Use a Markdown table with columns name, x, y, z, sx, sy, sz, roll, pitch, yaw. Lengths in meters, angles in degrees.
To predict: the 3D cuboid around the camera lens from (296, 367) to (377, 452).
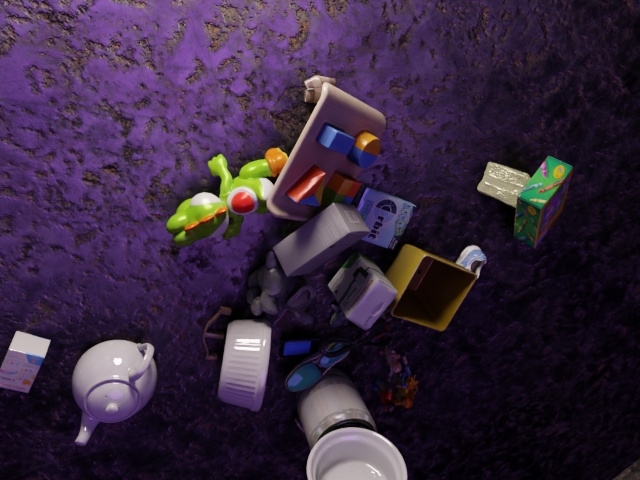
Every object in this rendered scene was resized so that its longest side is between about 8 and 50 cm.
| name | x | y | z | sx | sy | sz | roll | pitch | yaw |
| --- | --- | --- | --- | --- | --- | --- | --- | --- | --- |
| camera lens | 0.046 | 0.579 | 1.705 | 0.219 | 0.274 | 0.220 | -7 | 115 | -14 |

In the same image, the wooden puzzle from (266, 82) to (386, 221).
| name | x | y | z | sx | sy | sz | roll | pitch | yaw |
| --- | --- | --- | --- | --- | --- | --- | --- | --- | --- |
| wooden puzzle | 0.041 | -0.201 | 1.373 | 0.322 | 0.080 | 0.348 | 5 | 114 | -56 |

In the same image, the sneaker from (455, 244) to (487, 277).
| name | x | y | z | sx | sy | sz | roll | pitch | yaw |
| --- | --- | --- | --- | --- | --- | --- | --- | --- | --- |
| sneaker | 0.473 | 0.115 | 1.738 | 0.080 | 0.081 | 0.211 | 23 | 107 | -27 |

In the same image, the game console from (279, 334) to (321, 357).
| name | x | y | z | sx | sy | sz | roll | pitch | yaw |
| --- | --- | --- | --- | --- | --- | --- | --- | --- | --- |
| game console | -0.065 | 0.345 | 1.683 | 0.122 | 0.107 | 0.071 | -1 | 86 | -17 |

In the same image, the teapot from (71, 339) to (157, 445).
| name | x | y | z | sx | sy | sz | roll | pitch | yaw |
| --- | --- | --- | --- | --- | --- | --- | --- | --- | --- |
| teapot | -0.586 | 0.421 | 1.487 | 0.252 | 0.187 | 0.256 | -9 | 115 | -14 |

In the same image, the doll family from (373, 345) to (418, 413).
| name | x | y | z | sx | sy | sz | roll | pitch | yaw |
| --- | --- | --- | --- | --- | --- | --- | --- | --- | --- |
| doll family | 0.275 | 0.479 | 1.793 | 0.118 | 0.163 | 0.263 | -3 | 114 | -16 |

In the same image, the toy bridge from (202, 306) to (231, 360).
| name | x | y | z | sx | sy | sz | roll | pitch | yaw |
| --- | --- | --- | --- | --- | --- | --- | --- | --- | --- |
| toy bridge | -0.328 | 0.287 | 1.597 | 0.063 | 0.026 | 0.188 | 13 | 109 | -20 |

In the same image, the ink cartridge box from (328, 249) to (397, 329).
| name | x | y | z | sx | sy | sz | roll | pitch | yaw |
| --- | --- | --- | --- | --- | --- | --- | --- | --- | --- |
| ink cartridge box | 0.123 | 0.146 | 1.569 | 0.086 | 0.208 | 0.153 | 33 | 101 | -27 |

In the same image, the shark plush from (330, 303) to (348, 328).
| name | x | y | z | sx | sy | sz | roll | pitch | yaw |
| --- | --- | --- | --- | --- | --- | --- | --- | --- | --- |
| shark plush | 0.090 | 0.251 | 1.649 | 0.073 | 0.161 | 0.067 | 35 | 67 | -37 |

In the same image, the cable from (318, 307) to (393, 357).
| name | x | y | z | sx | sy | sz | roll | pitch | yaw |
| --- | --- | --- | --- | --- | --- | --- | --- | --- | --- |
| cable | 0.126 | 0.317 | 1.703 | 0.287 | 0.072 | 0.140 | -26 | 109 | -16 |

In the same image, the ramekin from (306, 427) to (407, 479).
| name | x | y | z | sx | sy | sz | roll | pitch | yaw |
| --- | --- | --- | --- | --- | --- | --- | --- | --- | --- |
| ramekin | 0.097 | 0.681 | 1.461 | 0.276 | 0.277 | 0.135 | -6 | 123 | -15 |

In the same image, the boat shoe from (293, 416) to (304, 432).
| name | x | y | z | sx | sy | sz | roll | pitch | yaw |
| --- | --- | --- | --- | --- | --- | --- | --- | --- | --- |
| boat shoe | -0.040 | 0.658 | 1.843 | 0.049 | 0.056 | 0.152 | -41 | 128 | -2 |

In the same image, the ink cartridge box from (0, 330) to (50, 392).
| name | x | y | z | sx | sy | sz | roll | pitch | yaw |
| --- | --- | --- | --- | --- | --- | --- | --- | --- | --- |
| ink cartridge box | -0.823 | 0.342 | 1.431 | 0.092 | 0.090 | 0.143 | 23 | 104 | -25 |

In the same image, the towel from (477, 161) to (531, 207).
| name | x | y | z | sx | sy | sz | roll | pitch | yaw |
| --- | --- | --- | --- | --- | --- | --- | --- | --- | --- |
| towel | 0.565 | -0.175 | 1.606 | 0.027 | 0.148 | 0.110 | -2 | 117 | -49 |

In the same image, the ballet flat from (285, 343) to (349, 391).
| name | x | y | z | sx | sy | sz | roll | pitch | yaw |
| --- | --- | --- | --- | --- | --- | --- | --- | --- | --- |
| ballet flat | -0.013 | 0.407 | 1.714 | 0.248 | 0.086 | 0.086 | -31 | 119 | -11 |

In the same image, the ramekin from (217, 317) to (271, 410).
| name | x | y | z | sx | sy | sz | roll | pitch | yaw |
| --- | --- | --- | --- | --- | --- | --- | --- | --- | --- |
| ramekin | -0.226 | 0.357 | 1.535 | 0.127 | 0.273 | 0.273 | 9 | 111 | -9 |

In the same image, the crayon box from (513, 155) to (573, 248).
| name | x | y | z | sx | sy | sz | roll | pitch | yaw |
| --- | --- | --- | --- | --- | --- | --- | --- | --- | --- |
| crayon box | 0.683 | -0.111 | 1.609 | 0.165 | 0.081 | 0.278 | -50 | 150 | -10 |

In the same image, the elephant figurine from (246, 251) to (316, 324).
| name | x | y | z | sx | sy | sz | roll | pitch | yaw |
| --- | --- | --- | --- | --- | --- | --- | --- | --- | --- |
| elephant figurine | -0.087 | 0.150 | 1.558 | 0.239 | 0.186 | 0.170 | 9 | 68 | -32 |

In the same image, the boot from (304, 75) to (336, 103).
| name | x | y | z | sx | sy | sz | roll | pitch | yaw |
| --- | --- | --- | --- | --- | --- | --- | --- | --- | --- |
| boot | 0.002 | -0.382 | 1.393 | 0.086 | 0.042 | 0.119 | -11 | 115 | -6 |

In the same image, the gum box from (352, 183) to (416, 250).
| name | x | y | z | sx | sy | sz | roll | pitch | yaw |
| --- | --- | --- | --- | --- | --- | --- | --- | --- | --- |
| gum box | 0.177 | -0.069 | 1.585 | 0.184 | 0.041 | 0.157 | 18 | 107 | -23 |

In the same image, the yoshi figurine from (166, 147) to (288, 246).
| name | x | y | z | sx | sy | sz | roll | pitch | yaw |
| --- | --- | --- | --- | --- | --- | --- | --- | --- | --- |
| yoshi figurine | -0.247 | -0.105 | 1.393 | 0.362 | 0.204 | 0.203 | -29 | 158 | -18 |

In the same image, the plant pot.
| name | x | y | z | sx | sy | sz | roll | pitch | yaw |
| --- | --- | --- | --- | --- | --- | --- | --- | --- | --- |
| plant pot | 0.316 | 0.125 | 1.633 | 0.212 | 0.187 | 0.212 | 20 | 107 | -24 |

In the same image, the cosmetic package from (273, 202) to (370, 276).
| name | x | y | z | sx | sy | sz | roll | pitch | yaw |
| --- | --- | --- | --- | --- | --- | --- | --- | --- | --- |
| cosmetic package | 0.000 | 0.000 | 1.434 | 0.238 | 0.107 | 0.127 | -39 | 162 | 28 |
